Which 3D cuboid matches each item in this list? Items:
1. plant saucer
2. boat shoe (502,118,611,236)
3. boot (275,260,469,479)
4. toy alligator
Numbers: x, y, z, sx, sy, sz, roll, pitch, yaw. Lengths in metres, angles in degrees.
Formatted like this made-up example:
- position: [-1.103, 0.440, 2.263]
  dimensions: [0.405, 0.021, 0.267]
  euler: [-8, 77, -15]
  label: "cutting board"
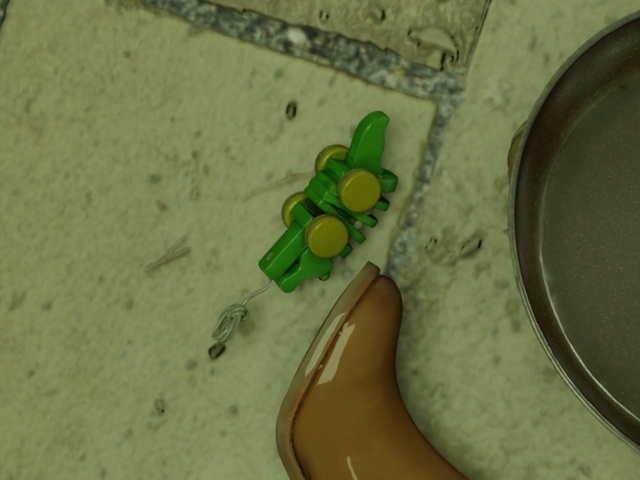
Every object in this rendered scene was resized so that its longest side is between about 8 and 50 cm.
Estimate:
- position: [0.255, 0.004, 1.168]
  dimensions: [0.310, 0.050, 0.311]
  euler: [3, 74, -11]
  label: "plant saucer"
- position: [0.208, 0.042, 1.221]
  dimensions: [0.089, 0.104, 0.285]
  euler: [-37, 81, -28]
  label: "boat shoe"
- position: [0.076, 0.172, 1.257]
  dimensions: [0.220, 0.109, 0.283]
  euler: [16, 95, 13]
  label: "boot"
- position: [0.000, 0.000, 1.310]
  dimensions: [0.051, 0.056, 0.190]
  euler: [31, 98, -30]
  label: "toy alligator"
